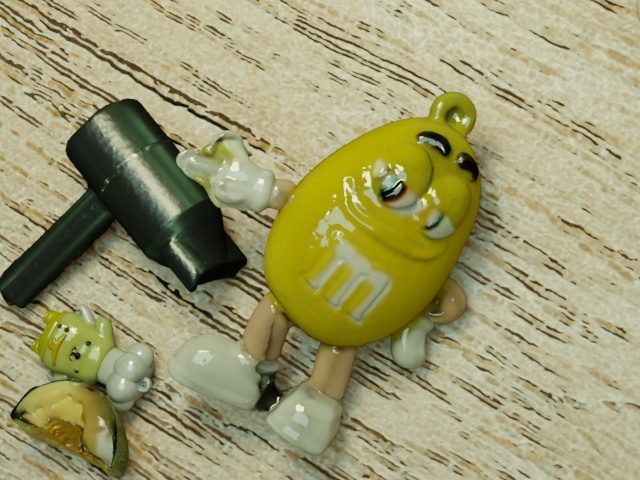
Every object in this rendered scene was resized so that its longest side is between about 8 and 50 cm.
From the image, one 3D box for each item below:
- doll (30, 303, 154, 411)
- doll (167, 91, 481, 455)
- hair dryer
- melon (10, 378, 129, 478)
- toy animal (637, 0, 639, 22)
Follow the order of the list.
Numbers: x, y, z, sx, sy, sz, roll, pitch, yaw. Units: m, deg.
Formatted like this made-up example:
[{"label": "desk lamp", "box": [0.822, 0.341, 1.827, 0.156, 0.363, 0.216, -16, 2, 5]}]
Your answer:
[{"label": "doll", "box": [-0.275, 0.144, 1.798, 0.162, 0.062, 0.106, 25, 98, 15]}, {"label": "doll", "box": [0.004, 0.036, 1.682, 0.348, 0.161, 0.423, 1, 105, -8]}, {"label": "hair dryer", "box": [-0.260, 0.014, 1.801, 0.302, 0.116, 0.244, -42, 76, 18]}, {"label": "melon", "box": [-0.281, 0.226, 1.771, 0.160, 0.128, 0.079, 19, 67, 27]}, {"label": "toy animal", "box": [0.442, -0.337, 1.634, 0.266, 0.308, 0.188, -27, 44, -19]}]
